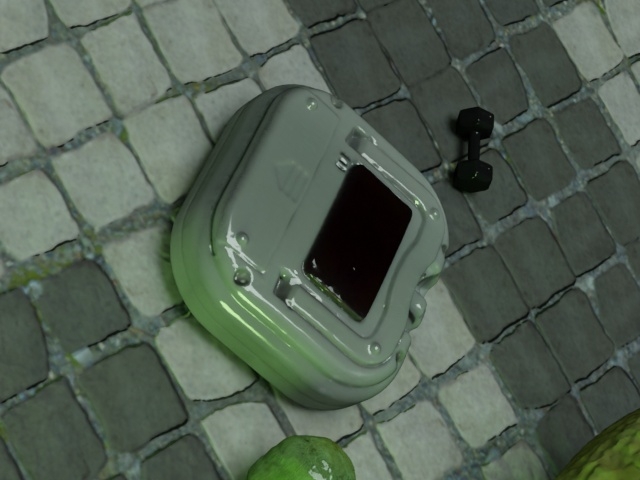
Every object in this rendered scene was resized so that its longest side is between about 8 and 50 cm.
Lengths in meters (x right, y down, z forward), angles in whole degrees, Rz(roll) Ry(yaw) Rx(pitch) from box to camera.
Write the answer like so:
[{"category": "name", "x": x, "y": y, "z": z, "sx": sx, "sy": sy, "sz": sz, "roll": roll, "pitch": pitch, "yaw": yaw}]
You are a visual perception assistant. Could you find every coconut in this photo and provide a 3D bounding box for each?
[{"category": "coconut", "x": -0.018, "y": 0.203, "z": 1.507, "sx": 0.088, "sy": 0.096, "sz": 0.088, "roll": 39, "pitch": 14, "yaw": -11}]

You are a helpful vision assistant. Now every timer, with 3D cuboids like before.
[{"category": "timer", "x": 0.000, "y": 0.000, "z": 1.609, "sx": 0.237, "sy": 0.087, "sz": 0.262, "roll": 40, "pitch": 51, "yaw": -18}]

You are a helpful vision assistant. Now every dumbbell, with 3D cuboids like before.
[{"category": "dumbbell", "x": 0.149, "y": -0.088, "z": 1.804, "sx": 0.036, "sy": 0.040, "sz": 0.083, "roll": 6, "pitch": 62, "yaw": -3}]

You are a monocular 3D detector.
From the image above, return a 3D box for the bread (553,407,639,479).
[{"category": "bread", "x": 0.330, "y": 0.298, "z": 1.597, "sx": 0.320, "sy": 0.320, "sz": 0.237, "roll": 54, "pitch": 31, "yaw": -6}]
